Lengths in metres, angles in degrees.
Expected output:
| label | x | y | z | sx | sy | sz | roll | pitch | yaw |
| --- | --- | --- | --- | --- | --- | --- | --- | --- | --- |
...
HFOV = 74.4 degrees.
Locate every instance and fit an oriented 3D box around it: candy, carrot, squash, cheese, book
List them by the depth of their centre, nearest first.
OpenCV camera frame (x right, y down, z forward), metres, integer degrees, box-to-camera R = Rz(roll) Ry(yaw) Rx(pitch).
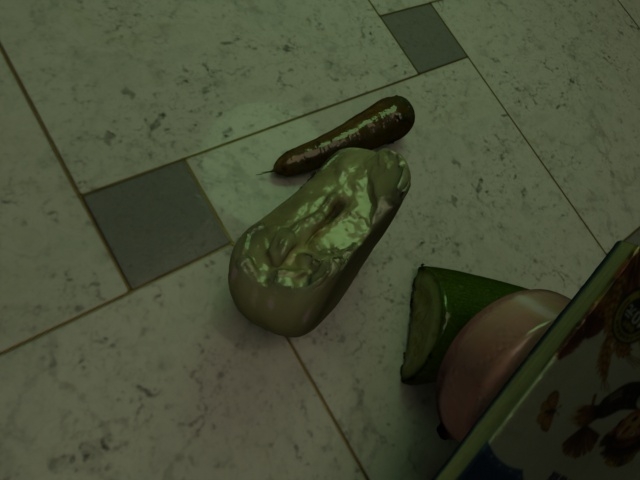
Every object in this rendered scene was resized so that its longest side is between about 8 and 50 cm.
| label | x | y | z | sx | sy | sz | roll | pitch | yaw |
| --- | --- | --- | --- | --- | --- | --- | --- | --- | --- |
| book | 0.292 | 0.245 | 0.495 | 0.300 | 0.039 | 0.427 | 34 | 93 | -26 |
| cheese | 0.000 | 0.000 | 0.538 | 0.127 | 0.233 | 0.266 | 35 | 61 | 8 |
| candy | 0.264 | 0.190 | 0.542 | 0.256 | 0.094 | 0.255 | -6 | 110 | -18 |
| squash | 0.283 | 0.146 | 0.646 | 0.289 | 0.111 | 0.202 | 18 | 68 | -14 |
| carrot | 0.031 | -0.160 | 0.695 | 0.298 | 0.078 | 0.078 | -28 | 82 | -19 |
